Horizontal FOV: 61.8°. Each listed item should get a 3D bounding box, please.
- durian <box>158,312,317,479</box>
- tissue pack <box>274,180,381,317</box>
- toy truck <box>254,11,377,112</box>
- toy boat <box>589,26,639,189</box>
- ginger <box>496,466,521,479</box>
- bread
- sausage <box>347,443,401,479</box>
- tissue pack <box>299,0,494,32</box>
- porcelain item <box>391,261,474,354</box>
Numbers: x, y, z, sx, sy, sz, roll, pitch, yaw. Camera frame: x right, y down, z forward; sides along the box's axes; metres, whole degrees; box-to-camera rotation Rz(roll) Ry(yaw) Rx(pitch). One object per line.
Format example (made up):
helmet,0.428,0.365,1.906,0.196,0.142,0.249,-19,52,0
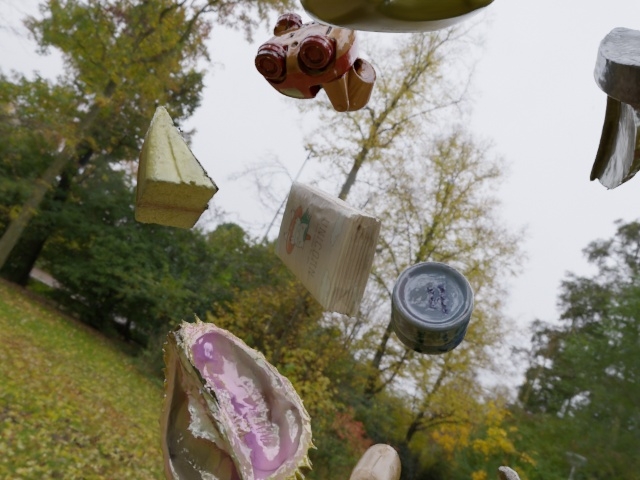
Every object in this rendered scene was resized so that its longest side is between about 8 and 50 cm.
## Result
durian,-0.086,0.175,0.508,0.182,0.165,0.132,22,-34,23
tissue pack,0.000,0.000,0.983,0.071,0.170,0.325,13,11,-22
toy truck,-0.005,-0.409,1.275,0.264,0.189,0.239,0,-40,27
toy boat,0.540,-0.221,0.933,0.111,0.294,0.276,-3,18,17
ginger,0.427,0.638,1.090,0.080,0.333,0.166,7,-27,-2
bread,-0.292,-0.143,1.070,0.135,0.178,0.240,7,-21,-23
sausage,0.113,0.542,1.185,0.112,0.112,0.328,24,2,17
tissue pack,0.064,-0.253,0.484,0.178,0.123,0.127,-9,16,-26
porcelain item,0.203,0.127,0.988,0.147,0.147,0.114,22,-32,21
